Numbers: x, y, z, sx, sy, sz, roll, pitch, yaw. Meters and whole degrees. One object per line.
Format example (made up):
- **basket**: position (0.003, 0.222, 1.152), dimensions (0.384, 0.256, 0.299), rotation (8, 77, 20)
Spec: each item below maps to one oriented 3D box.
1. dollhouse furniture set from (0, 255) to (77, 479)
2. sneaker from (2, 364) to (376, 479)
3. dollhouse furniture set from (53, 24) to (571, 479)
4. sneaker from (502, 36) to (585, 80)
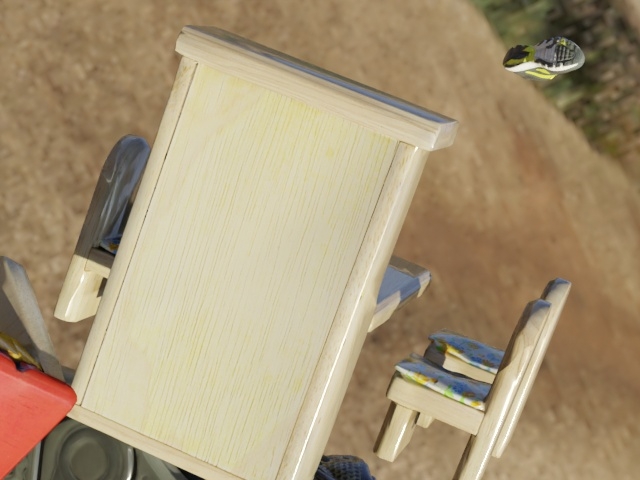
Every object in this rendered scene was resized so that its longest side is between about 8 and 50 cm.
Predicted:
- **dollhouse furniture set**: position (-0.251, 0.054, 0.469), dimensions (0.374, 0.201, 0.152), rotation (35, 15, -48)
- **sneaker**: position (-0.052, 0.131, 0.806), dimensions (0.227, 0.087, 0.130), rotation (26, 10, 14)
- **dollhouse furniture set**: position (0.000, 0.000, 0.740), dimensions (0.212, 0.161, 0.242), rotation (22, 11, 11)
- **sneaker**: position (0.202, -0.159, 1.461), dimensions (0.035, 0.083, 0.031), rotation (30, 73, -41)
